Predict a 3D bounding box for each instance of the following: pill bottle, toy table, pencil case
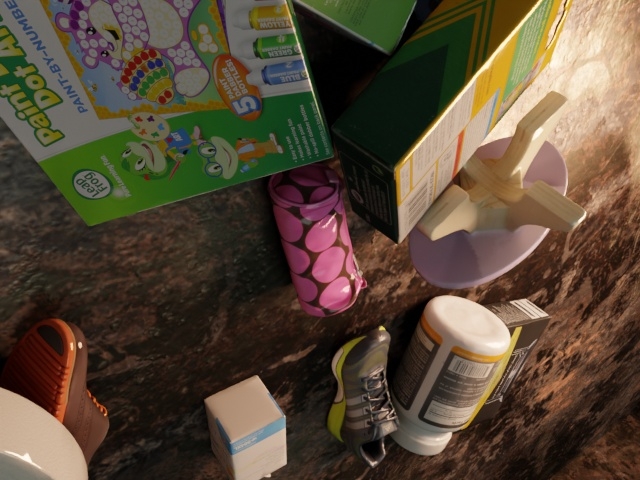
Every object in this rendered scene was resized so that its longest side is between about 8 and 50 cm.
[{"bbox_3d":[0.227,0.257,1.035,0.162,0.162,0.278,-2,122,-38],"label":"pill bottle"},{"bbox_3d":[0.233,-0.068,0.755,0.274,0.252,0.161,-55,155,-11],"label":"toy table"},{"bbox_3d":[0.000,0.000,0.710,0.098,0.095,0.209,-10,133,4],"label":"pencil case"}]

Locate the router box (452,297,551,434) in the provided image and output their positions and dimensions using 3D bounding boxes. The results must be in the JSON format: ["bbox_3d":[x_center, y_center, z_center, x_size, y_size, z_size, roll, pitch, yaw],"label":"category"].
[{"bbox_3d":[0.349,0.283,1.214,0.243,0.081,0.308,-2,121,-39],"label":"router box"}]

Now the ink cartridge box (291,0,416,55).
[{"bbox_3d":[-0.022,-0.244,0.493,0.209,0.109,0.062,10,112,-43],"label":"ink cartridge box"}]

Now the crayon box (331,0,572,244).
[{"bbox_3d":[0.154,-0.169,0.614,0.323,0.083,0.203,-49,160,-9],"label":"crayon box"}]

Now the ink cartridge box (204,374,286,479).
[{"bbox_3d":[-0.112,0.299,0.836,0.090,0.092,0.143,-20,130,-27],"label":"ink cartridge box"}]

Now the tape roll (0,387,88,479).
[{"bbox_3d":[-0.424,0.273,0.504,0.392,0.072,0.392,-10,127,-14],"label":"tape roll"}]

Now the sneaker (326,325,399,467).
[{"bbox_3d":[0.091,0.275,0.963,0.111,0.121,0.300,-20,131,-28],"label":"sneaker"}]

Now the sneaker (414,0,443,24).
[{"bbox_3d":[0.114,-0.296,0.612,0.082,0.069,0.209,-10,143,5],"label":"sneaker"}]

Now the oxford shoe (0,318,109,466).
[{"bbox_3d":[-0.294,0.190,0.622,0.098,0.097,0.271,-18,139,-53],"label":"oxford shoe"}]

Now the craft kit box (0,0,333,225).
[{"bbox_3d":[-0.137,-0.142,0.439,0.247,0.061,0.250,-13,135,8],"label":"craft kit box"}]
